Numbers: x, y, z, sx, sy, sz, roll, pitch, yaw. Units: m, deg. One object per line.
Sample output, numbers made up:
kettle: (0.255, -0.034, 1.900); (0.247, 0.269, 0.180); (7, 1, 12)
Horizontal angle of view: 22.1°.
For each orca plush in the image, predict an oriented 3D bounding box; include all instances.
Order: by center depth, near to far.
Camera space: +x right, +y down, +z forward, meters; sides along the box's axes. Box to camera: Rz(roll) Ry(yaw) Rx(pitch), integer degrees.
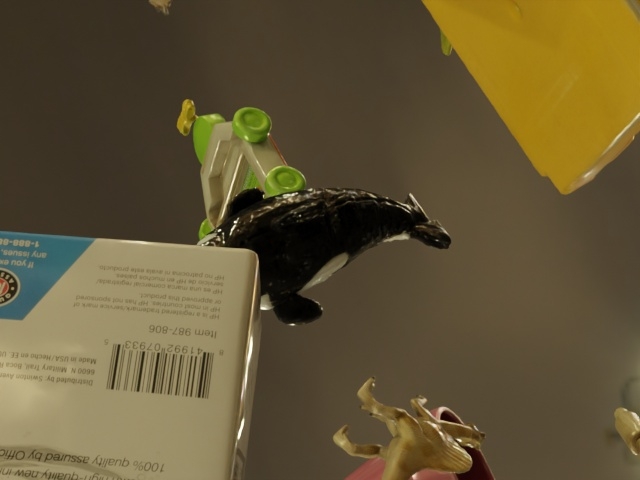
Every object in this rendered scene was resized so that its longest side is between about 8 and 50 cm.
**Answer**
orca plush: (0.000, 0.000, 1.647); (0.287, 0.102, 0.151); (-1, -111, -18)

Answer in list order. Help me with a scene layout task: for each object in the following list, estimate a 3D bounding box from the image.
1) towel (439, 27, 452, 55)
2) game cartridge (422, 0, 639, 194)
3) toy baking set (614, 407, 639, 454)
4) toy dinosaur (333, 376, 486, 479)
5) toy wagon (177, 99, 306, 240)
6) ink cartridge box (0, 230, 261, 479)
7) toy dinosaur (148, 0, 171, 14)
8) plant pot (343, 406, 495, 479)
towel: (0.181, -0.351, 1.995); (0.102, 0.021, 0.237); (-83, 7, -59)
game cartridge: (0.182, -0.204, 1.372); (0.285, 0.053, 0.323); (57, 166, 8)
toy baking set: (0.430, 0.188, 1.843); (0.030, 0.197, 0.256); (63, -172, -9)
toy dinosaur: (0.060, 0.143, 1.151); (0.183, 0.092, 0.053); (-25, -40, -58)
toy wagon: (-0.115, -0.075, 2.410); (0.068, 0.267, 0.344); (-11, -125, -27)
ink cartridge box: (-0.211, 0.205, 1.380); (0.166, 0.285, 0.395); (89, -174, -63)
toy dinosaur: (-0.163, -0.384, 1.944); (0.127, 0.296, 0.200); (40, -116, -7)
plant pot: (0.115, 0.330, 2.018); (0.201, 0.180, 0.201); (56, -164, -25)
